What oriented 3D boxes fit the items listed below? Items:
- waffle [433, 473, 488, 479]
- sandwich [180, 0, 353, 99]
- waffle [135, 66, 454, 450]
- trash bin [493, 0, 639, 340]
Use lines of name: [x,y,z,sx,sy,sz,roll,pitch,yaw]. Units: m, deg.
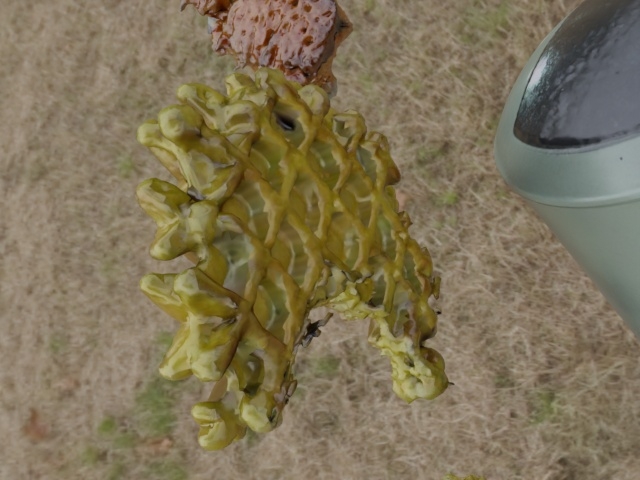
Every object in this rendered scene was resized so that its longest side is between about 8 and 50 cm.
waffle: [0.251,0.455,1.095,0.237,0.244,0.058,-91,6,-53]
sandwich: [-0.057,-0.326,1.006,0.251,0.162,0.300,-23,87,12]
waffle: [0.000,0.000,0.512,0.069,0.293,0.259,-18,79,34]
trash bin: [0.347,-0.030,0.611,0.280,0.432,0.280,-34,26,19]
